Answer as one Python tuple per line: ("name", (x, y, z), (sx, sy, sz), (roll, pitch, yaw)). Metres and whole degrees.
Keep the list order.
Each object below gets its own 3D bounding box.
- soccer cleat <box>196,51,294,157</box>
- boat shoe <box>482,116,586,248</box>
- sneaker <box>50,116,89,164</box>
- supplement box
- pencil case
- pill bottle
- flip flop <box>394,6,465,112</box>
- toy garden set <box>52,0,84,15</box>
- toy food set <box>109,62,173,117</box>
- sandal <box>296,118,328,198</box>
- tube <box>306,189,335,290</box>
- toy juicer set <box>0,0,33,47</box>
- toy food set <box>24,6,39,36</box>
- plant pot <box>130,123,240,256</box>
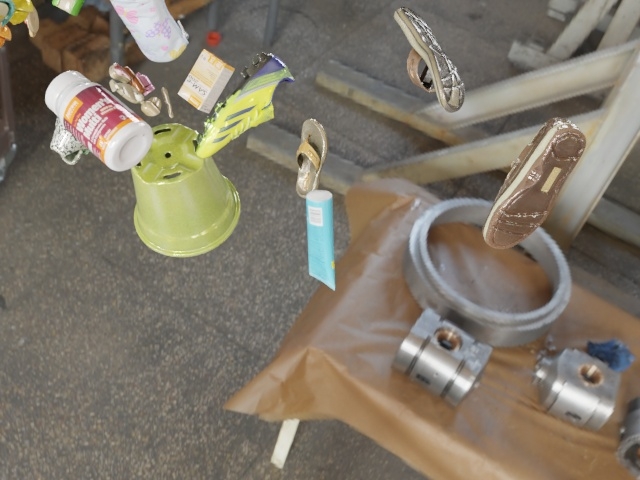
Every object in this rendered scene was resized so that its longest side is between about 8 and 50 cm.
("soccer cleat", (-0.167, -0.288, 1.733), (0.121, 0.093, 0.289), (39, 83, -21))
("boat shoe", (0.372, -0.103, 1.377), (0.095, 0.257, 0.095), (24, 26, -20))
("sneaker", (-0.605, -0.284, 1.976), (0.158, 0.182, 0.410), (35, 3, -4))
("supplement box", (-0.214, -0.297, 1.447), (0.062, 0.098, 0.036), (38, 13, 23))
("pencil case", (-0.410, -0.537, 1.836), (0.124, 0.273, 0.113), (9, 71, 15))
("pill bottle", (-0.464, -0.253, 1.615), (0.221, 0.121, 0.121), (39, 50, 17))
("flip flop", (0.219, -0.376, 1.642), (0.112, 0.080, 0.277), (5, 53, -53))
("toy garden set", (-0.462, -0.511, 1.230), (0.244, 0.204, 0.049), (28, 14, -10))
("toy food set", (-0.265, -0.217, 1.117), (0.122, 0.019, 0.078), (26, 40, -54))
("sandal", (-0.029, -0.181, 1.732), (0.072, 0.180, 0.049), (18, 14, 34))
("tube", (0.000, 0.000, 1.582), (0.052, 0.207, 0.080), (-20, 35, -30))
("toy juicer set", (-0.642, -0.452, 1.541), (0.089, 0.329, 0.209), (53, 44, -1))
("toy food set", (-0.786, -0.601, 2.101), (0.020, 0.083, 0.083), (-3, 78, 1))
("plant pot", (-0.349, -0.138, 1.895), (0.276, 0.254, 0.276), (-1, 59, 2))
